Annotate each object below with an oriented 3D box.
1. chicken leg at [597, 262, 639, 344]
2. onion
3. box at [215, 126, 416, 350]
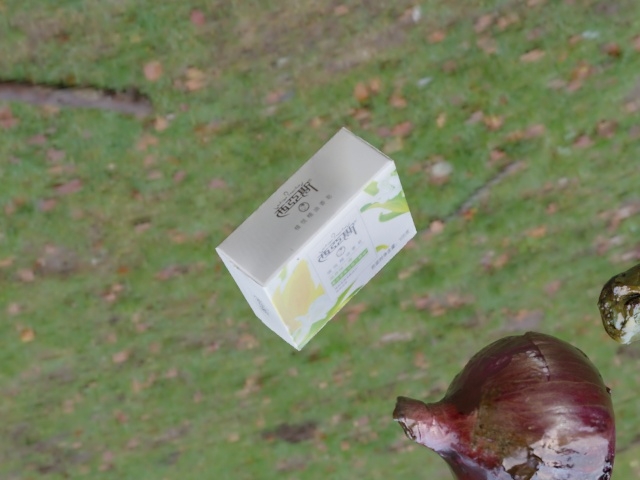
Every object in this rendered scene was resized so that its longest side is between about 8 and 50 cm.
[{"bbox_3d":[0.364,0.036,1.312,0.178,0.070,0.093,-45,170,16],"label":"chicken leg"},{"bbox_3d":[0.297,0.317,2.100,0.385,0.348,0.348,9,149,-15],"label":"onion"},{"bbox_3d":[0.000,0.000,1.765,0.260,0.111,0.194,-43,147,-11],"label":"box"}]
